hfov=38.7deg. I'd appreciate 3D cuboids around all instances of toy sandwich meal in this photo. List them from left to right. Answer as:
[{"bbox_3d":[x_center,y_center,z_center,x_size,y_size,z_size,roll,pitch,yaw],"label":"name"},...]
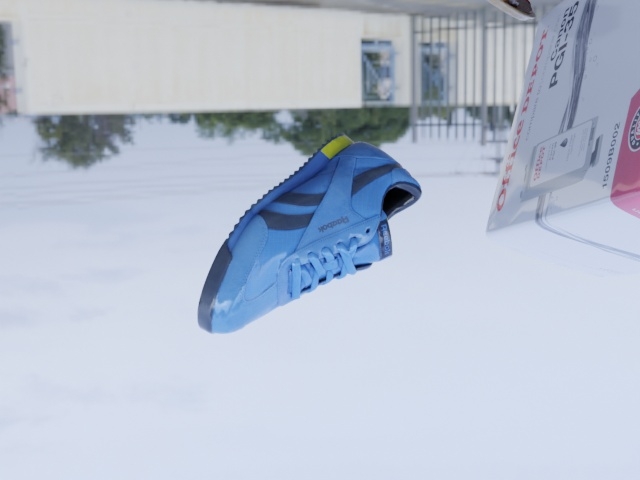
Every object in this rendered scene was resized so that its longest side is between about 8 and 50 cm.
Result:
[{"bbox_3d":[0.155,-0.220,0.775,0.086,0.029,0.085,27,-152,-16],"label":"toy sandwich meal"}]

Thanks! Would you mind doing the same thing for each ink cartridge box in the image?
[{"bbox_3d":[0.236,-0.091,0.636,0.117,0.207,0.283,17,171,-9],"label":"ink cartridge box"}]

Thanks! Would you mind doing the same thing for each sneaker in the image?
[{"bbox_3d":[0.000,0.000,0.625,0.082,0.069,0.209,30,-133,17],"label":"sneaker"}]
